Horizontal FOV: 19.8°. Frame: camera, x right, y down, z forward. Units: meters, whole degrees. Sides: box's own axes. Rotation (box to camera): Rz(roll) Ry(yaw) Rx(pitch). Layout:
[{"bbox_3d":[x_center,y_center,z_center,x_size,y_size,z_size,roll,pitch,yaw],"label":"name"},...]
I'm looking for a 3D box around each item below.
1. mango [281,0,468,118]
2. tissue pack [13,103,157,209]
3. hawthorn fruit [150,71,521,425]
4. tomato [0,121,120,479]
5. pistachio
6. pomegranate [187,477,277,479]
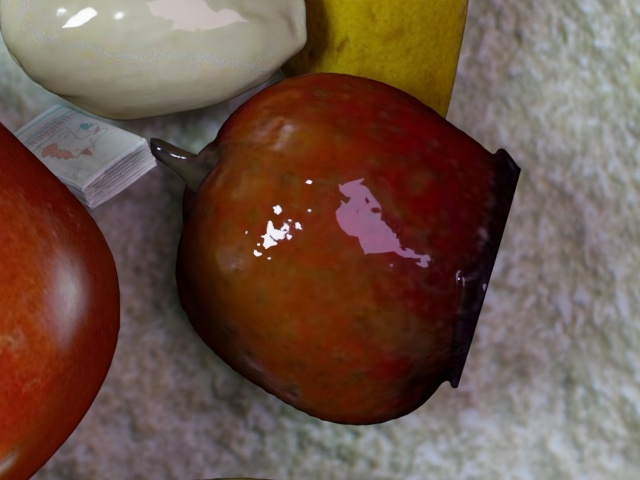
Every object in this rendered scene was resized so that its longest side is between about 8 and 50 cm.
[{"bbox_3d":[0.033,-0.158,1.245,0.147,0.109,0.227,-10,108,14],"label":"mango"},{"bbox_3d":[-0.156,-0.055,1.168,0.056,0.108,0.023,-38,126,-22],"label":"tissue pack"},{"bbox_3d":[0.000,0.000,1.174,0.250,0.215,0.215,28,72,-17],"label":"hawthorn fruit"},{"bbox_3d":[-0.276,0.040,0.977,0.293,0.325,0.290,41,70,-9],"label":"tomato"},{"bbox_3d":[-0.110,-0.151,1.172,0.200,0.117,0.145,-2,105,5],"label":"pistachio"},{"bbox_3d":[-0.059,0.294,1.026,0.342,0.342,0.342,4,80,-23],"label":"pomegranate"}]
